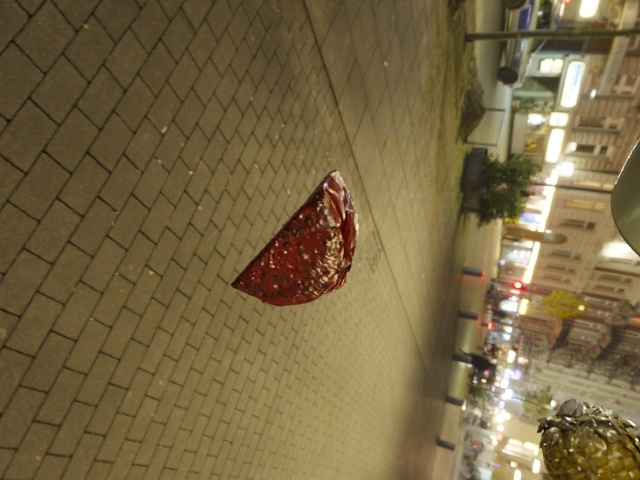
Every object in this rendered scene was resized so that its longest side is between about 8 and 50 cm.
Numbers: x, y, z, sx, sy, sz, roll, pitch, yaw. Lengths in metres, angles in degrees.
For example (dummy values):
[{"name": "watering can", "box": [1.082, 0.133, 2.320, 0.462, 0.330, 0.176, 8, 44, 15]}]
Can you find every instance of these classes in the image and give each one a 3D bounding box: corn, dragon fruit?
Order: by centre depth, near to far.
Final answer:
[{"name": "corn", "box": [0.354, 0.339, 0.535, 0.115, 0.115, 0.318, -8, 74, -66]}, {"name": "dragon fruit", "box": [0.000, 0.000, 0.868, 0.317, 0.152, 0.205, -44, -172, 38]}]

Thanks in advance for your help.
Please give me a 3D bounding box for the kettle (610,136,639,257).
[{"name": "kettle", "box": [0.310, -0.044, 0.286, 0.236, 0.161, 0.221, 90, 0, -61]}]
